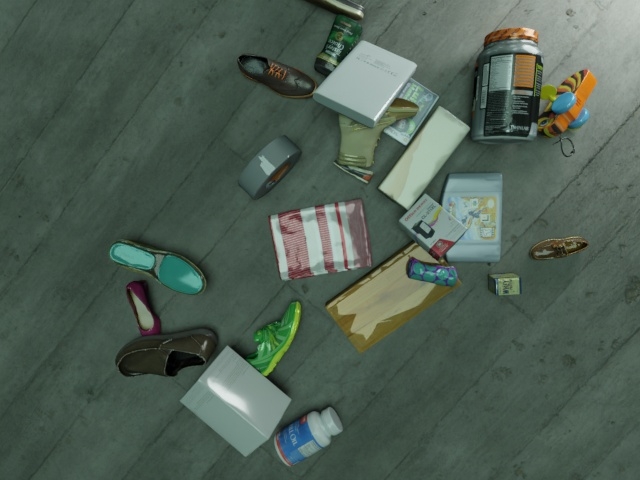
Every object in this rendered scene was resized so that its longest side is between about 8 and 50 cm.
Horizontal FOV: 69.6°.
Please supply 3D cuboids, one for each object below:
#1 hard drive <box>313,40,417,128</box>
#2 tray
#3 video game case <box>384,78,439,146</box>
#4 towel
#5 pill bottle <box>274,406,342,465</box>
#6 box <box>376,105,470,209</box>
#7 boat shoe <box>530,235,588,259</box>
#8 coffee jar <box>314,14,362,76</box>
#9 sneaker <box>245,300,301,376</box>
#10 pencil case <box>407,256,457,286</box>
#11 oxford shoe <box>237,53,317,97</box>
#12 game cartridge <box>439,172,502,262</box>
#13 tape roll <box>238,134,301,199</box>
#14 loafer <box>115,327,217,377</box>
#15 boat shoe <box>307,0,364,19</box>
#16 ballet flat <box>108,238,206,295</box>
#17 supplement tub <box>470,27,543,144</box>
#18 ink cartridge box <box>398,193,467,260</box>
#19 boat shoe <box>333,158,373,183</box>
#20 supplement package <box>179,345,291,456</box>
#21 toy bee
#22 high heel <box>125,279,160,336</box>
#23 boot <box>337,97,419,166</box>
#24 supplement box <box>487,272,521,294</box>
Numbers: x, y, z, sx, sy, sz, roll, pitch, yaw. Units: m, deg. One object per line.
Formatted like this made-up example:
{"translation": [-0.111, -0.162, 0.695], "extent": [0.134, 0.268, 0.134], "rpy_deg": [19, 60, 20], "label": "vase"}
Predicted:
{"translation": [0.141, -0.484, 1.404], "extent": [0.203, 0.040, 0.307], "rpy_deg": [29, 60, 11], "label": "hard drive"}
{"translation": [0.240, 0.179, 1.549], "extent": [0.411, 0.076, 0.202], "rpy_deg": [-37, 92, 6], "label": "tray"}
{"translation": [0.263, -0.436, 1.510], "extent": [0.173, 0.022, 0.190], "rpy_deg": [33, 97, 0], "label": "video game case"}
{"translation": [0.000, 0.000, 1.568], "extent": [0.329, 0.037, 0.236], "rpy_deg": [-10, 94, 5], "label": "towel"}
{"translation": [-0.039, 0.671, 1.593], "extent": [0.222, 0.124, 0.124], "rpy_deg": [-33, 92, 6], "label": "pill bottle"}
{"translation": [0.319, -0.255, 1.464], "extent": [0.121, 0.148, 0.311], "rpy_deg": [36, 96, 1], "label": "box"}
{"translation": [0.778, 0.025, 1.498], "extent": [0.178, 0.060, 0.064], "rpy_deg": [-13, 95, 6], "label": "boat shoe"}
{"translation": [0.054, -0.617, 1.480], "extent": [0.096, 0.079, 0.184], "rpy_deg": [27, 97, 2], "label": "coffee jar"}
{"translation": [-0.162, 0.331, 1.576], "extent": [0.124, 0.109, 0.295], "rpy_deg": [31, 97, -3], "label": "sneaker"}
{"translation": [0.354, 0.101, 1.463], "extent": [0.152, 0.064, 0.070], "rpy_deg": [10, 112, 3], "label": "pencil case"}
{"translation": [-0.144, -0.533, 1.493], "extent": [0.272, 0.098, 0.096], "rpy_deg": [18, 97, 2], "label": "oxford shoe"}
{"translation": [0.491, -0.074, 1.515], "extent": [0.198, 0.062, 0.296], "rpy_deg": [-1, 96, 0], "label": "game cartridge"}
{"translation": [-0.160, -0.231, 1.465], "extent": [0.219, 0.219, 0.072], "rpy_deg": [-45, 90, 7], "label": "tape roll"}
{"translation": [-0.541, 0.401, 1.581], "extent": [0.366, 0.130, 0.133], "rpy_deg": [-17, 122, 5], "label": "loafer"}
{"translation": [0.018, -0.791, 1.456], "extent": [0.285, 0.103, 0.092], "rpy_deg": [27, 102, 7], "label": "boat shoe"}
{"translation": [-0.545, 0.085, 1.580], "extent": [0.349, 0.123, 0.123], "rpy_deg": [22, 97, -1], "label": "ballet flat"}
{"translation": [0.566, -0.459, 1.399], "extent": [0.194, 0.193, 0.315], "rpy_deg": [4, 96, 4], "label": "supplement tub"}
{"translation": [0.351, -0.042, 1.456], "extent": [0.175, 0.072, 0.127], "rpy_deg": [43, 86, 16], "label": "ink cartridge box"}
{"translation": [0.108, -0.238, 1.528], "extent": [0.137, 0.049, 0.043], "rpy_deg": [27, 100, -2], "label": "boat shoe"}
{"translation": [-0.283, 0.538, 1.545], "extent": [0.293, 0.177, 0.175], "rpy_deg": [41, 126, 0], "label": "supplement package"}
{"translation": [0.723, -0.391, 1.425], "extent": [0.298, 0.162, 0.195], "rpy_deg": [-42, 109, -23], "label": "toy bee"}
{"translation": [-0.622, 0.259, 1.599], "extent": [0.082, 0.117, 0.243], "rpy_deg": [-3, 95, 5], "label": "high heel"}
{"translation": [0.179, -0.342, 1.470], "extent": [0.262, 0.095, 0.203], "rpy_deg": [-11, 127, -15], "label": "boot"}
{"translation": [0.604, 0.142, 1.511], "extent": [0.084, 0.083, 0.056], "rpy_deg": [-4, 96, 5], "label": "supplement box"}
